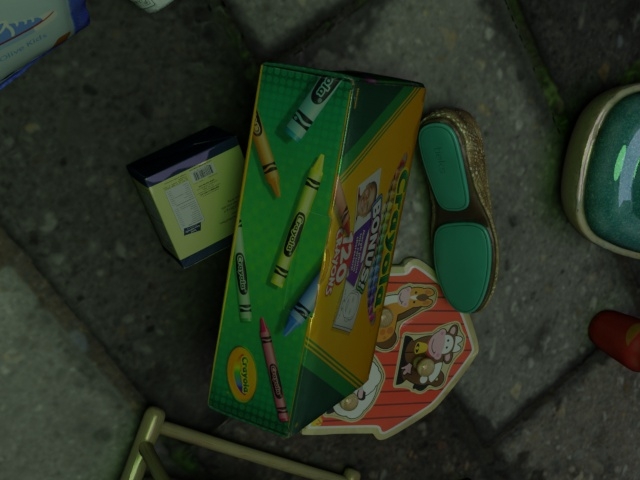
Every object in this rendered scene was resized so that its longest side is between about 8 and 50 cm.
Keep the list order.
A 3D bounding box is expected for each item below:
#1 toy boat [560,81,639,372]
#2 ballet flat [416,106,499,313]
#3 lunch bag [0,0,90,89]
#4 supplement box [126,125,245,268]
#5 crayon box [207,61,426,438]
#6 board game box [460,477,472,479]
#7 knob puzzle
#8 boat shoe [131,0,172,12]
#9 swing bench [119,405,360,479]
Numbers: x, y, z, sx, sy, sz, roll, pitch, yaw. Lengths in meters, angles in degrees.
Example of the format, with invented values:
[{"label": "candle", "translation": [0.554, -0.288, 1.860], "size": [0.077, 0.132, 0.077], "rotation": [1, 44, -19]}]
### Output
[{"label": "toy boat", "translation": [0.368, -0.004, 0.954], "size": [0.267, 0.148, 0.318], "rotation": [-1, 106, -27]}, {"label": "ballet flat", "translation": [0.140, -0.031, 0.878], "size": [0.067, 0.073, 0.206], "rotation": [-40, 128, -48]}, {"label": "lunch bag", "translation": [-0.336, -0.184, 0.484], "size": [0.328, 0.239, 0.385], "rotation": [-38, 141, -13]}, {"label": "supplement box", "translation": [-0.100, -0.037, 0.758], "size": [0.083, 0.056, 0.083], "rotation": [-28, 116, -17]}, {"label": "crayon box", "translation": [0.000, 0.000, 0.760], "size": [0.165, 0.081, 0.279], "rotation": [-17, 120, -64]}, {"label": "board game box", "translation": [0.093, 0.389, 0.998], "size": [0.165, 0.042, 0.243], "rotation": [-5, 108, -25]}, {"label": "knob puzzle", "translation": [0.081, 0.112, 0.913], "size": [0.213, 0.030, 0.213], "rotation": [-8, 108, -25]}, {"label": "boat shoe", "translation": [-0.067, -0.268, 0.687], "size": [0.226, 0.083, 0.076], "rotation": [-44, 121, -8]}, {"label": "swing bench", "translation": [-0.083, 0.322, 0.820], "size": [0.253, 0.165, 0.255], "rotation": [26, 96, -31]}]
